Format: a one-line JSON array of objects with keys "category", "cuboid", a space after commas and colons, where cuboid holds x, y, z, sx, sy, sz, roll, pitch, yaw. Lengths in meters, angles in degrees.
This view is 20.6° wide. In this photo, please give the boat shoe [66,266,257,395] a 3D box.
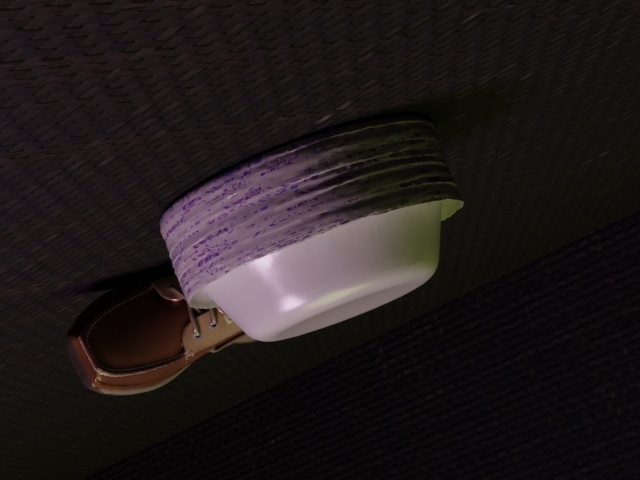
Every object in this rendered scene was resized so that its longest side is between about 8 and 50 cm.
[{"category": "boat shoe", "cuboid": [-0.134, 0.070, 1.942, 0.324, 0.122, 0.120, -23, 170, -43]}]

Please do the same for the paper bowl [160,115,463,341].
[{"category": "paper bowl", "cuboid": [0.000, 0.000, 1.689, 0.284, 0.148, 0.284, -21, 172, -3]}]
